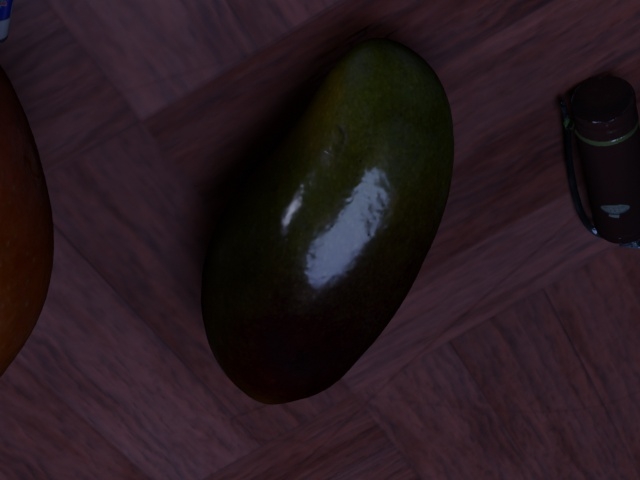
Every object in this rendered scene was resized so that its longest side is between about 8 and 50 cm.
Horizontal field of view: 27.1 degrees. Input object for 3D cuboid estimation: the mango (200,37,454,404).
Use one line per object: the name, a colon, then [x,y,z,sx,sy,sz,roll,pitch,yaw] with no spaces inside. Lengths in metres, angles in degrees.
mango: [0.000,0.000,0.831,0.133,0.111,0.267,14,120,-19]

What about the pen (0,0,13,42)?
pen: [-0.149,-0.186,0.649,0.025,0.025,0.204,2,130,-25]

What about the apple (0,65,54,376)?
apple: [-0.260,-0.010,0.639,0.251,0.206,0.272,-38,133,8]

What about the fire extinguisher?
fire extinguisher: [0.205,-0.044,0.927,0.064,0.043,0.158,-2,139,19]
